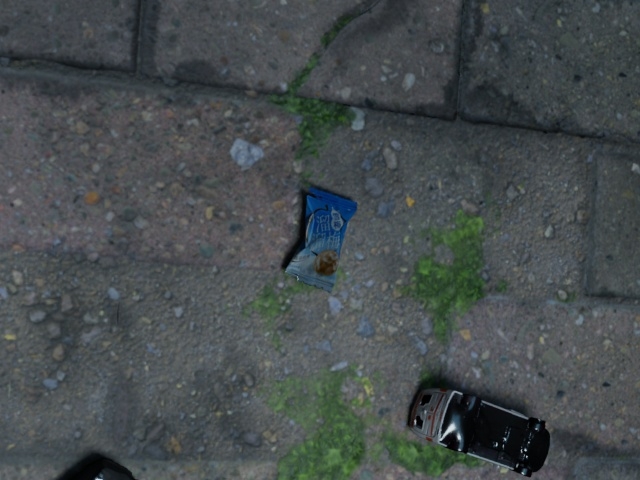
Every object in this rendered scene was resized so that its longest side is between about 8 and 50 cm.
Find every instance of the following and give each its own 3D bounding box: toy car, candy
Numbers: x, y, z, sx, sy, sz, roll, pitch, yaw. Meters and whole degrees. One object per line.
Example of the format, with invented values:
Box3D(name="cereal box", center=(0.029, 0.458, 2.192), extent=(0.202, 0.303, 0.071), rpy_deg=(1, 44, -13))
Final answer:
Box3D(name="toy car", center=(0.236, 0.281, 1.835), extent=(0.210, 0.108, 0.089), rpy_deg=(22, 78, -27))
Box3D(name="candy", center=(-0.001, 0.000, 1.768), extent=(0.088, 0.038, 0.136), rpy_deg=(17, 89, -37))

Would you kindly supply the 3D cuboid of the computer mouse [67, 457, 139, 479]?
Box3D(name="computer mouse", center=(-0.314, 0.379, 1.595), extent=(0.217, 0.073, 0.122), rpy_deg=(-39, 107, -27))
